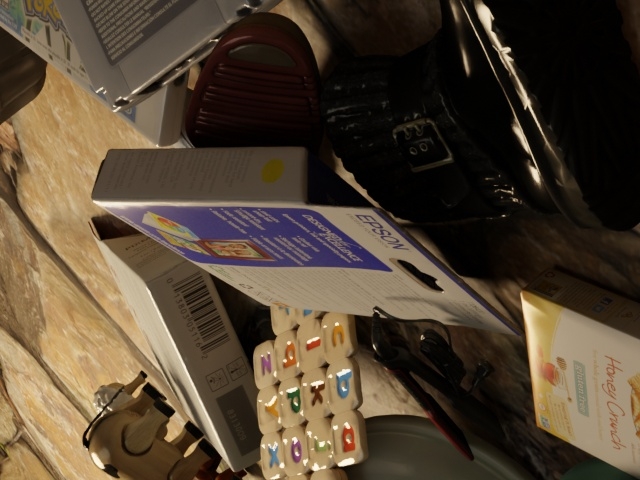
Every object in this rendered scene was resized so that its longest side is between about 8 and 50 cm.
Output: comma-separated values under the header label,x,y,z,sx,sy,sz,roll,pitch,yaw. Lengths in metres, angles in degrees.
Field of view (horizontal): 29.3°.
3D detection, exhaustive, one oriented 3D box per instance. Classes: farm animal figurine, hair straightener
label,x,y,z,sx,sy,sz,roll,pitch,yaw
farm animal figurine,-0.217,0.359,1.777,0.327,0.172,0.330,46,173,-10
hair straightener,0.126,0.131,1.227,0.230,0.089,0.047,49,-168,-32

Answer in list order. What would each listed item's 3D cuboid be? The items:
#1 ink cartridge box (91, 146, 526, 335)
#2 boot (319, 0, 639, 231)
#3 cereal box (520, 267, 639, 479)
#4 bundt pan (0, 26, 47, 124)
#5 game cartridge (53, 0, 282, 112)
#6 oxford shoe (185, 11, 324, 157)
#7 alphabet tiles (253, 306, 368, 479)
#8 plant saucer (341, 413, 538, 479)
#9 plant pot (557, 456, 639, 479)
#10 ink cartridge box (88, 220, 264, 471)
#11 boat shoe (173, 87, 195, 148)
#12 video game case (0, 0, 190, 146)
label,x,y,z,sx,sy,sz,roll,pitch,yaw
ink cartridge box,0.000,0.000,1.132,0.307,0.072,0.303,1,158,33
boot,0.097,-0.154,0.948,0.260,0.131,0.348,10,128,52
cereal box,0.284,0.137,1.050,0.240,0.047,0.173,25,139,43
bundt pan,-0.487,-0.312,1.669,0.331,0.124,0.331,36,146,30
game cartridge,-0.162,-0.266,1.195,0.297,0.062,0.198,-24,86,48
oxford shoe,-0.052,-0.128,1.148,0.123,0.130,0.348,12,157,0
alphabet tiles,-0.014,0.184,1.428,0.278,0.021,0.284,148,121,-61
plant saucer,0.121,0.395,1.389,0.400,0.100,0.401,17,123,29
plant pot,0.241,0.370,1.091,0.293,0.235,0.293,23,122,43
ink cartridge box,-0.203,0.125,1.772,0.308,0.091,0.385,67,166,-21
boat shoe,-0.093,-0.102,1.362,0.226,0.083,0.076,49,123,12
video game case,-0.249,-0.306,1.332,0.329,0.036,0.300,37,131,30
